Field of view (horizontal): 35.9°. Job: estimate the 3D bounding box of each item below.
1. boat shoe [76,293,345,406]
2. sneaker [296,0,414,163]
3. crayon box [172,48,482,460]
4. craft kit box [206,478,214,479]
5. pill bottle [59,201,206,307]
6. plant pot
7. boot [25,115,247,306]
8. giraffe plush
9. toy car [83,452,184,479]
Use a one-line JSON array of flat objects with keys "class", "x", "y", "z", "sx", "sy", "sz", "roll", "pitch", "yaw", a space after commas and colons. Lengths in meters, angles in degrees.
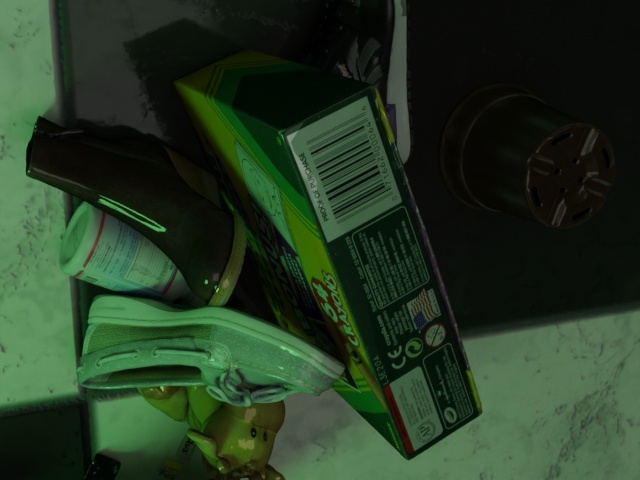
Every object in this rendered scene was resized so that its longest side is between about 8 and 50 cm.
[{"class": "boat shoe", "x": -0.121, "y": 0.124, "z": 1.012, "sx": 0.118, "sy": 0.320, "sz": 0.103, "roll": 37, "pitch": 64, "yaw": -55}, {"class": "sneaker", "x": 0.028, "y": -0.207, "z": 1.093, "sx": 0.124, "sy": 0.107, "sz": 0.283, "roll": -12, "pitch": 111, "yaw": -13}, {"class": "crayon box", "x": 0.000, "y": 0.000, "z": 1.026, "sx": 0.106, "sy": 0.313, "sz": 0.362, "roll": -29, "pitch": 116, "yaw": -16}, {"class": "craft kit box", "x": -0.196, "y": 0.328, "z": 1.093, "sx": 0.250, "sy": 0.247, "sz": 0.060, "roll": -12, "pitch": 89, "yaw": -19}, {"class": "pill bottle", "x": -0.194, "y": 0.020, "z": 1.078, "sx": 0.160, "sy": 0.087, "sz": 0.087, "roll": 23, "pitch": 97, "yaw": -28}, {"class": "plant pot", "x": 0.254, "y": -0.096, "z": 1.189, "sx": 0.167, "sy": 0.165, "sz": 0.167, "roll": -7, "pitch": 109, "yaw": -21}, {"class": "boot", "x": -0.189, "y": -0.032, "z": 0.977, "sx": 0.207, "sy": 0.248, "sz": 0.090, "roll": 16, "pitch": 114, "yaw": -25}, {"class": "giraffe plush", "x": -0.107, "y": 0.195, "z": 1.126, "sx": 0.181, "sy": 0.170, "sz": 0.210, "roll": 3, "pitch": 106, "yaw": -24}, {"class": "toy car", "x": -0.226, "y": 0.291, "z": 1.175, "sx": 0.122, "sy": 0.060, "sz": 0.040, "roll": 11, "pitch": 134, "yaw": -19}]
